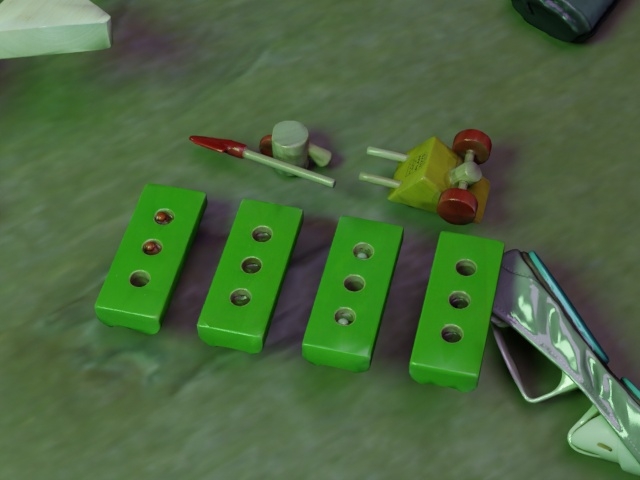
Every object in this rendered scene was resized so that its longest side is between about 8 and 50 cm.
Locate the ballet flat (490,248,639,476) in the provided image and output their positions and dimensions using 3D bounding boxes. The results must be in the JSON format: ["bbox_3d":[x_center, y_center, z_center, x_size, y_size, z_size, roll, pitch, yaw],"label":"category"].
[{"bbox_3d":[0.176,0.101,0.873,0.068,0.072,0.213,-40,73,6],"label":"ballet flat"}]

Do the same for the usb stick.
[{"bbox_3d":[0.247,-0.263,1.058,0.077,0.045,0.278,35,65,10],"label":"usb stick"}]

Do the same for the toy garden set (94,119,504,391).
[{"bbox_3d":[0.000,0.000,0.891,0.244,0.049,0.204,10,52,9],"label":"toy garden set"}]

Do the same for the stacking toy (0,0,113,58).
[{"bbox_3d":[-0.288,-0.226,0.870,0.309,0.130,0.279,-14,44,-16],"label":"stacking toy"}]
